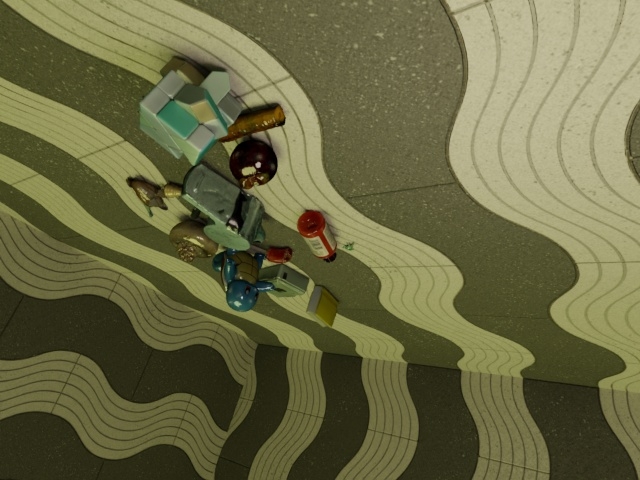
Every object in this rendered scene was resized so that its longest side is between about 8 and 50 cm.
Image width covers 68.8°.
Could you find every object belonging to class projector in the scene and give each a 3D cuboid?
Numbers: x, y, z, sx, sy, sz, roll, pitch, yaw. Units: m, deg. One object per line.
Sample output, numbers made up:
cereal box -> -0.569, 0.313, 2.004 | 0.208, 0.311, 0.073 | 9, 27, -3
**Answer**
projector -> -0.202, 0.216, 2.395 | 0.192, 0.099, 0.256 | 30, 153, -29

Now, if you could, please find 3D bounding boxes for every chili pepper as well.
chili pepper -> -0.188, 0.065, 2.101 | 0.123, 0.073, 0.070 | 3, -175, 36

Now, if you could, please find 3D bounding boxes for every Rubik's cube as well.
Rubik's cube -> -0.325, -0.337, 1.181 | 0.224, 0.213, 0.265 | 41, 162, -14

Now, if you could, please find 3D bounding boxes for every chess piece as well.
chess piece -> -0.518, -0.186, 1.808 | 0.172, 0.060, 0.060 | 7, 154, 17

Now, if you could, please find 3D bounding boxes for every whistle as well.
whistle -> -0.337, -0.110, 1.703 | 0.188, 0.168, 0.405 | 10, 155, 18

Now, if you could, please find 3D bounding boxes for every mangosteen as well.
mangosteen -> -0.202, -0.221, 1.399 | 0.152, 0.152, 0.152 | 15, 156, 7

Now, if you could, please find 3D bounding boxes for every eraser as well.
eraser -> 0.014, 0.350, 2.459 | 0.069, 0.158, 0.226 | 5, 154, 30

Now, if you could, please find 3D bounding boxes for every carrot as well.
carrot -> -0.203, -0.319, 1.291 | 0.260, 0.070, 0.070 | -4, 148, 36

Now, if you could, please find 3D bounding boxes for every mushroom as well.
mushroom -> -0.572, 0.011, 2.115 | 0.226, 0.178, 0.226 | 6, 152, 3

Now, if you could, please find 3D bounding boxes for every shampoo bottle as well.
shampoo bottle -> 0.000, 0.000, 1.783 | 0.104, 0.104, 0.278 | 7, 154, 22

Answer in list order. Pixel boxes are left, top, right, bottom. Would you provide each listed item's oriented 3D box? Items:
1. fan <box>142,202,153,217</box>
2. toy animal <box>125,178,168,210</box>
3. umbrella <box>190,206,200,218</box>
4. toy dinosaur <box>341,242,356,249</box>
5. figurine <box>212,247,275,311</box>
fan -> -0.781, -0.153, 2.106 | 0.038, 0.016, 0.193 | 21, 155, 0
toy animal -> -0.706, -0.186, 1.914 | 0.179, 0.089, 0.188 | 25, 162, 29
umbrella -> -0.526, -0.120, 1.981 | 0.036, 0.031, 0.133 | 26, 155, -15
toy dinosaur -> 0.121, 0.029, 1.868 | 0.083, 0.021, 0.062 | 2, 159, 39
figurine -> -0.373, 0.131, 2.150 | 0.298, 0.243, 0.416 | 49, -178, -42
